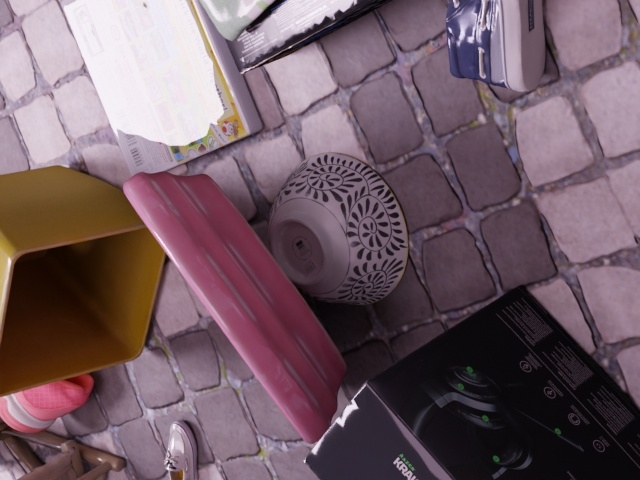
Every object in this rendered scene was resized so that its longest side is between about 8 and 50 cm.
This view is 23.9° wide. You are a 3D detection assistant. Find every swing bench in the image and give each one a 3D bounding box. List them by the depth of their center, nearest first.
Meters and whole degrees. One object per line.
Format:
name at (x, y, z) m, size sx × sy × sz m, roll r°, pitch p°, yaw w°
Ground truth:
swing bench at (-0.437, 0.332, 1.954) m, size 0.254 × 0.253 × 0.165 m, roll 30°, pitch 124°, yaw 26°

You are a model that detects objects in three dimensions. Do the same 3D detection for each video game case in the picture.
video game case at (-0.179, -0.197, 1.677) m, size 0.206 × 0.026 × 0.227 m, roll -19°, pitch 94°, yaw 43°

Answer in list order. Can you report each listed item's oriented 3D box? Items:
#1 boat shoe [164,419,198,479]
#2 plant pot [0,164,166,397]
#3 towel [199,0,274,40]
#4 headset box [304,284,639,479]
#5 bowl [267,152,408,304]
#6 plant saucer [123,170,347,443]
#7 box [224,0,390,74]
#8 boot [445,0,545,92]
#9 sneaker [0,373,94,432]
boat shoe at (-0.175, 0.271, 1.859) m, size 0.035 × 0.035 × 0.100 m, roll 13°, pitch 116°, yaw 36°
plant pot at (-0.329, 0.026, 1.784) m, size 0.187 × 0.212 × 0.212 m, roll 44°, pitch 131°, yaw 34°
towel at (-0.074, -0.355, 1.375) m, size 0.248 × 0.038 × 0.325 m, roll 61°, pitch 146°, yaw 3°
headset box at (0.162, 0.209, 1.386) m, size 0.246 × 0.283 × 0.131 m, roll 47°, pitch 130°, yaw 14°
bowl at (0.000, 0.000, 1.573) m, size 0.170 × 0.080 × 0.170 m, roll 17°, pitch 118°, yaw 35°
plant saucer at (-0.077, 0.055, 1.558) m, size 0.332 × 0.084 × 0.332 m, roll 54°, pitch 176°, yaw 6°
box at (-0.040, -0.338, 1.434) m, size 0.295 × 0.073 × 0.293 m, roll -20°, pitch 94°, yaw 55°
boot at (0.152, -0.228, 1.358) m, size 0.086 × 0.069 × 0.190 m, roll 13°, pitch 118°, yaw 32°
sneaker at (-0.386, 0.087, 1.928) m, size 0.136 × 0.116 × 0.314 m, roll -22°, pitch 100°, yaw 33°
